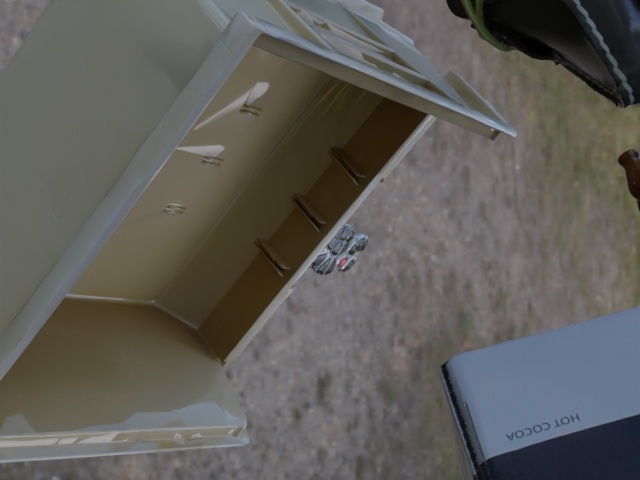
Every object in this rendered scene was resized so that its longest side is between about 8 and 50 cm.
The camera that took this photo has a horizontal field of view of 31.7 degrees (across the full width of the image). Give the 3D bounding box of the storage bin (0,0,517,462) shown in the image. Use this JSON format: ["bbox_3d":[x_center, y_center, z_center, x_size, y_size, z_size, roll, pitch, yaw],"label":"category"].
[{"bbox_3d":[-0.062,-0.015,0.610,0.260,0.262,0.123,11,34,-54],"label":"storage bin"}]

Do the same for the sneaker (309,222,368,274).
[{"bbox_3d":[0.000,0.000,1.341,0.068,0.071,0.170,-59,164,2],"label":"sneaker"}]

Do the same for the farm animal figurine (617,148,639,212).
[{"bbox_3d":[0.438,-0.079,0.926,0.326,0.330,0.172,92,-23,-57],"label":"farm animal figurine"}]

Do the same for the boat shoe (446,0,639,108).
[{"bbox_3d":[0.086,-0.121,0.501,0.081,0.069,0.227,59,5,-41],"label":"boat shoe"}]

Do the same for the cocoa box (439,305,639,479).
[{"bbox_3d":[0.257,0.157,0.494,0.231,0.347,0.228,73,2,-45],"label":"cocoa box"}]
